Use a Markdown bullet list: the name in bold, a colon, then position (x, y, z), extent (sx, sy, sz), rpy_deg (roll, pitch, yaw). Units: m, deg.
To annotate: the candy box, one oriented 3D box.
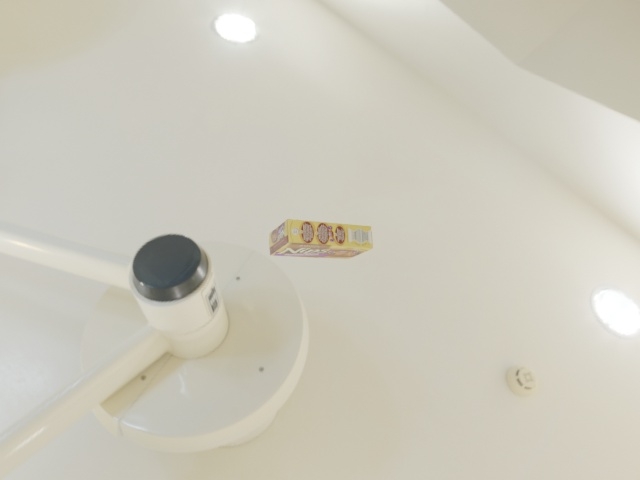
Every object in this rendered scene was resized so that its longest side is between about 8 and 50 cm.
- **candy box**: position (0.000, 0.000, 0.996), extent (0.187, 0.109, 0.053), rpy_deg (3, -105, -25)
